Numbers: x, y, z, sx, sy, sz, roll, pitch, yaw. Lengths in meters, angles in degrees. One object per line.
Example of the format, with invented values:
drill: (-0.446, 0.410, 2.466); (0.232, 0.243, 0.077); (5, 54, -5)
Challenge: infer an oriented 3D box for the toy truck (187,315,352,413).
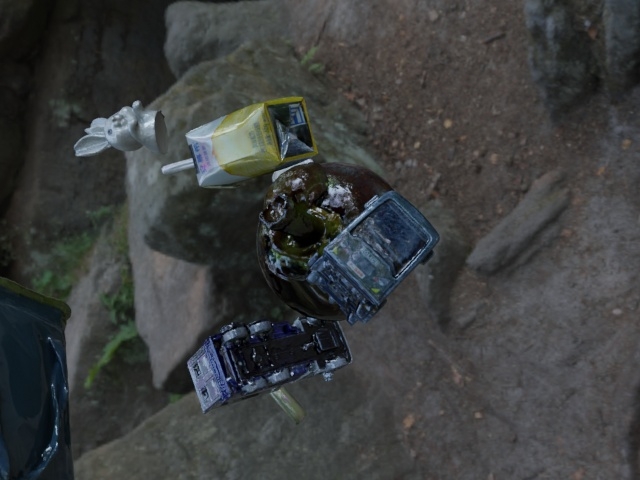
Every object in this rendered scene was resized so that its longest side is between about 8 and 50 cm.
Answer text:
toy truck: (-0.088, 0.217, 1.255); (0.155, 0.268, 0.124); (-44, 61, 46)

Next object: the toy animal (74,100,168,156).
toy animal: (-0.466, -0.249, 1.566); (0.131, 0.221, 0.103); (70, -160, -67)

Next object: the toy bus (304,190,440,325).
toy bus: (0.029, 0.015, 0.432); (0.047, 0.065, 0.166); (46, 172, 5)

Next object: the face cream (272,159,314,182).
face cream: (0.002, -0.020, 1.534); (0.102, 0.102, 0.345); (50, 167, 53)

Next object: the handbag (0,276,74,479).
handbag: (-0.383, 0.175, 0.694); (0.222, 0.263, 0.241); (-23, 60, 14)

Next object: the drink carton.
drink carton: (-0.098, -0.102, 0.785); (0.200, 0.074, 0.084); (-9, 100, 45)

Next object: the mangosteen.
mangosteen: (0.000, 0.000, 0.965); (0.231, 0.289, 0.231); (0, 89, 26)

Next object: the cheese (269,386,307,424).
cheese: (-0.105, 0.337, 1.582); (0.192, 0.037, 0.097); (48, 171, -1)
